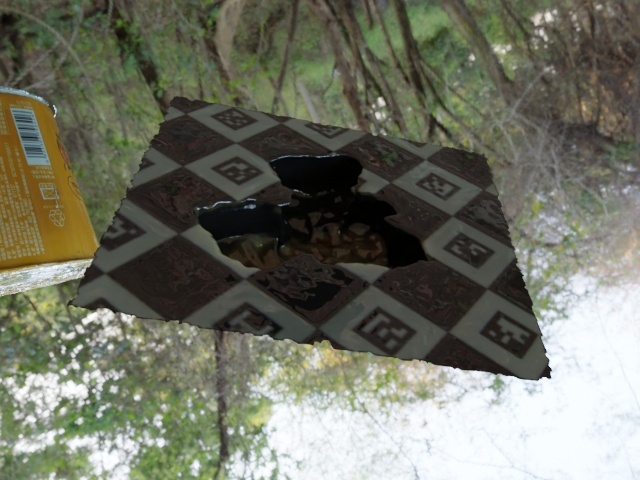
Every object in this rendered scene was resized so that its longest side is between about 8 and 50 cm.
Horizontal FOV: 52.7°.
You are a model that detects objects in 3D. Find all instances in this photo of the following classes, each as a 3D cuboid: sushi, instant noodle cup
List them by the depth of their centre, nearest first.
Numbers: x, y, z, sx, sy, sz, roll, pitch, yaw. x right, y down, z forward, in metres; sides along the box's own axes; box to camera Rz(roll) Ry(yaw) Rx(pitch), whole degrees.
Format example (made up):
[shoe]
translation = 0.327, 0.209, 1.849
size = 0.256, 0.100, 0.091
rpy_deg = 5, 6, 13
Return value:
[sushi]
translation = 0.000, 0.000, 0.396
size = 0.232, 0.047, 0.219
rpy_deg = 10, -143, -4
[instant noodle cup]
translation = -0.321, -0.034, 0.602
size = 0.216, 0.172, 0.216
rpy_deg = -13, 177, -1
